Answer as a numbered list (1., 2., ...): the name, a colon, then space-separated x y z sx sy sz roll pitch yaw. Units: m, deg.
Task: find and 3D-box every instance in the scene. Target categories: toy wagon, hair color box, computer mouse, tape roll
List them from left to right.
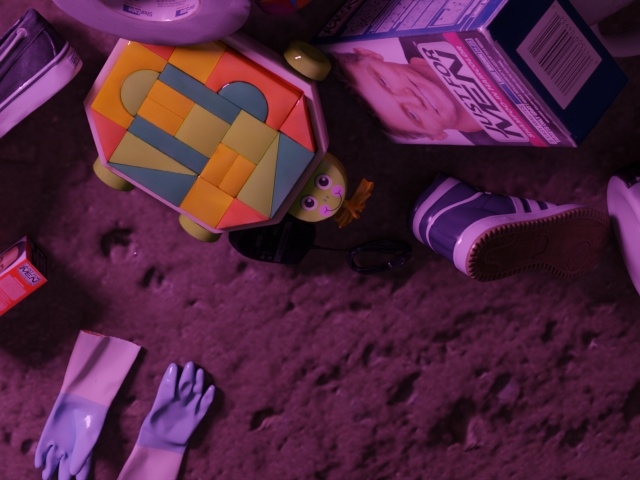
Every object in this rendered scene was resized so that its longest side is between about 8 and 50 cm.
1. hair color box: -0.396 0.062 1.744 0.141 0.072 0.043 -36 115 5
2. tape roll: -0.175 -0.283 1.490 0.219 0.219 0.072 13 69 -16
3. toy wagon: -0.095 -0.120 1.673 0.344 0.068 0.267 32 114 -7
4. computer mouse: 0.000 0.000 1.814 0.242 0.041 0.071 9 121 -21
5. hair color box: 0.150 -0.194 1.575 0.174 0.347 0.105 47 72 -24

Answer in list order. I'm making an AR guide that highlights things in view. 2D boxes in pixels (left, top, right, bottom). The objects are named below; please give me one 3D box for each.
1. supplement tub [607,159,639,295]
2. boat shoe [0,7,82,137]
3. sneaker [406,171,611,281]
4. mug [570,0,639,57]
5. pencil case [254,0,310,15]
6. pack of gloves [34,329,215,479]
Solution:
1. supplement tub: 0.546 -0.044 1.797 0.338 0.207 0.207 -19 116 -1
2. boat shoe: -0.414 -0.144 1.630 0.301 0.108 0.102 -38 115 4
3. sneaker: 0.233 -0.021 1.821 0.282 0.153 0.099 -3 116 -43
4. mug: 0.334 -0.370 1.585 0.328 0.276 0.374 -31 126 -8
5. pencil case: -0.087 -0.338 1.563 0.104 0.104 0.236 -40 142 8
6. pack of gloves: -0.252 0.246 1.868 0.195 0.046 0.232 17 110 -16
